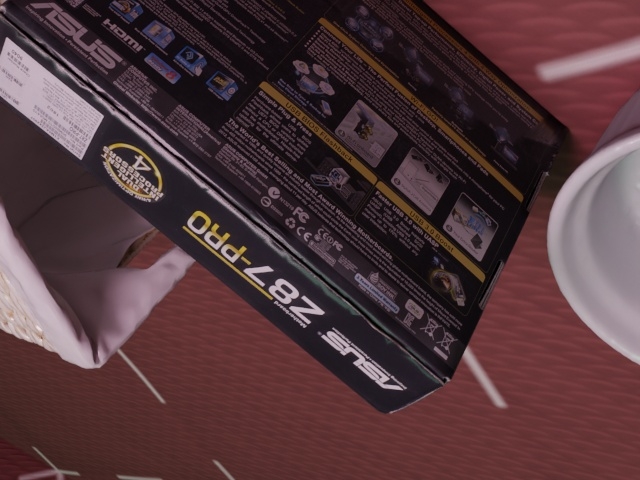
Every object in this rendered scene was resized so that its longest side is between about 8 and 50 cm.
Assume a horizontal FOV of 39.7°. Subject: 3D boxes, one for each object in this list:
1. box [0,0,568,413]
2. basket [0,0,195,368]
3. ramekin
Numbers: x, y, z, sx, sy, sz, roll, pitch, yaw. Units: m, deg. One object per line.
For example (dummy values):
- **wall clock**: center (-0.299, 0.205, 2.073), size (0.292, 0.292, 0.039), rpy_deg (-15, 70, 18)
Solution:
- **box**: center (-0.010, -0.107, 0.710), size (0.395, 0.318, 0.097), rpy_deg (39, 142, -7)
- **basket**: center (-0.277, -0.107, 0.916), size (0.266, 0.328, 0.331), rpy_deg (12, 138, 34)
- **ramekin**: center (0.334, -0.014, 0.700), size (0.277, 0.135, 0.277), rpy_deg (21, 140, 18)
